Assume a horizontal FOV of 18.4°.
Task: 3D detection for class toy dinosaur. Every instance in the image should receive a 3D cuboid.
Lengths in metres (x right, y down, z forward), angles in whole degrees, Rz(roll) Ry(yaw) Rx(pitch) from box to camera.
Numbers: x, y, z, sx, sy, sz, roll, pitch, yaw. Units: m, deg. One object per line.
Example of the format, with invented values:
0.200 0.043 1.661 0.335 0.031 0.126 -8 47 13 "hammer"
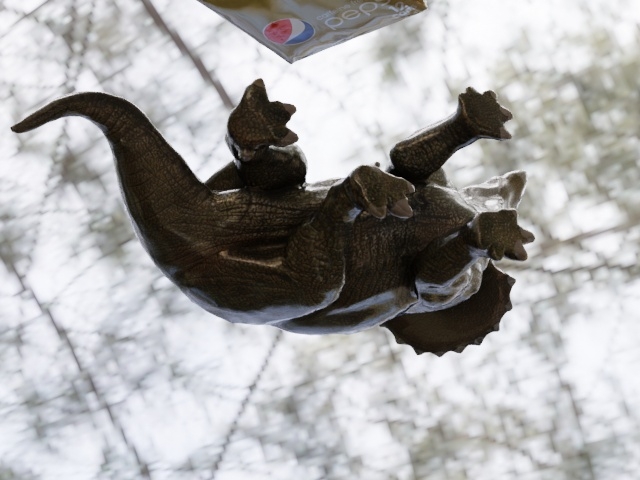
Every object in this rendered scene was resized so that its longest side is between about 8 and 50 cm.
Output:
0.000 0.000 0.942 0.314 0.160 0.121 -1 -122 -31 "toy dinosaur"

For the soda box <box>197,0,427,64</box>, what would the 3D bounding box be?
-0.007 -0.157 0.668 0.061 0.058 0.181 29 -129 -47 "soda box"
